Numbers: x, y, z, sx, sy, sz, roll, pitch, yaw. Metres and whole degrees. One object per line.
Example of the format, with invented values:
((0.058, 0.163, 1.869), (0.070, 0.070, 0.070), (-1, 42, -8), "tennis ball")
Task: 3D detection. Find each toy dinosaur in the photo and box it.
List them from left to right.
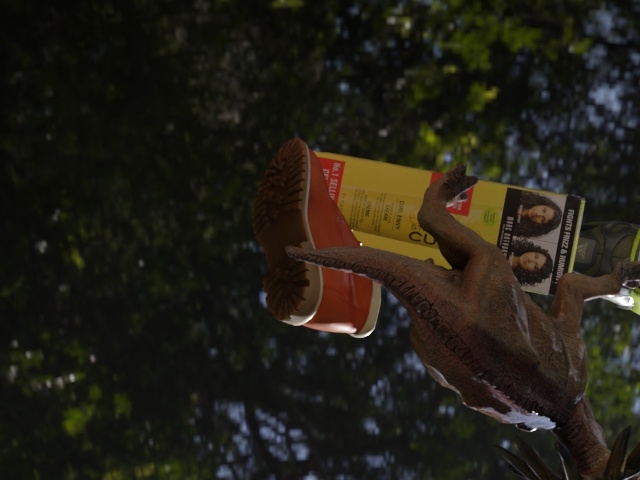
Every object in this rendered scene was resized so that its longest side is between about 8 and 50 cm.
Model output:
((0.121, 0.079, 0.982), (0.295, 0.127, 0.200), (30, -144, -23), "toy dinosaur")

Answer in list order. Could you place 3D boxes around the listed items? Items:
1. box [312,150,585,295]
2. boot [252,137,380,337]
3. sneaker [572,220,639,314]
((0.098, -0.016, 1.253), (0.232, 0.087, 0.058), (12, -177, 12), "box")
((0.000, 0.000, 1.092), (0.084, 0.059, 0.158), (20, -132, -34), "boot")
((0.335, 0.021, 1.725), (0.121, 0.300, 0.111), (11, -96, 10), "sneaker")
